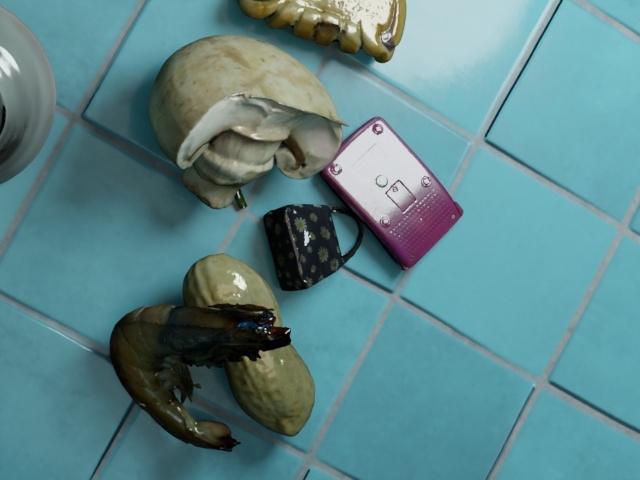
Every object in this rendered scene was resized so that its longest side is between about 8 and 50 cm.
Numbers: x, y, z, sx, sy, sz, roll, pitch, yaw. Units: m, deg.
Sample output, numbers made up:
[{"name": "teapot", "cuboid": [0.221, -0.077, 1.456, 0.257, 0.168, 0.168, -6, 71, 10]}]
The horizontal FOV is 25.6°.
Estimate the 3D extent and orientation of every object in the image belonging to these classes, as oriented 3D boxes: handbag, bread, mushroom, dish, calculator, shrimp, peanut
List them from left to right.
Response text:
[{"name": "dish", "cuboid": [-0.456, -0.168, 1.724, 0.260, 0.085, 0.260, -3, 111, -7]}, {"name": "shrimp", "cuboid": [-0.139, 0.175, 1.792, 0.054, 0.290, 0.222, -45, 117, -52]}, {"name": "mushroom", "cuboid": [-0.112, -0.164, 1.807, 0.253, 0.189, 0.195, 7, 135, -34]}, {"name": "peanut", "cuboid": [-0.090, 0.137, 1.858, 0.111, 0.125, 0.274, -21, 105, 13]}, {"name": "handbag", "cuboid": [0.000, 0.000, 1.903, 0.139, 0.072, 0.115, -15, 90, -34]}, {"name": "bread", "cuboid": [0.009, -0.323, 1.875, 0.225, 0.081, 0.134, 19, 83, -12]}, {"name": "calculator", "cuboid": [0.098, -0.066, 1.927, 0.126, 0.034, 0.190, -45, 101, -15]}]

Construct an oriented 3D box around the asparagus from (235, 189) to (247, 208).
[{"name": "asparagus", "cuboid": [-0.137, -0.116, 1.881, 0.016, 0.016, 0.163, -26, 100, 8]}]
